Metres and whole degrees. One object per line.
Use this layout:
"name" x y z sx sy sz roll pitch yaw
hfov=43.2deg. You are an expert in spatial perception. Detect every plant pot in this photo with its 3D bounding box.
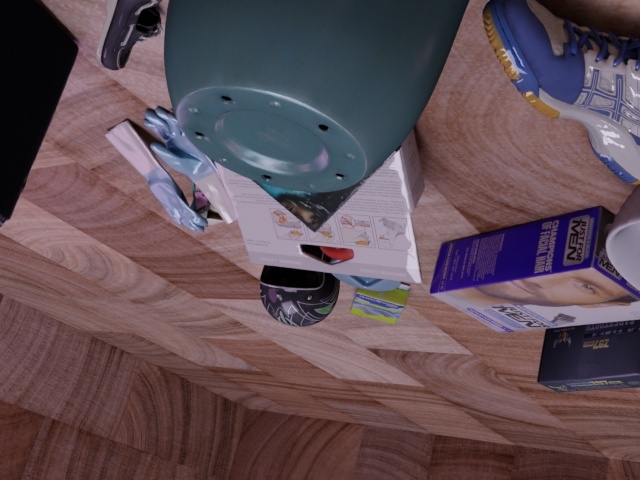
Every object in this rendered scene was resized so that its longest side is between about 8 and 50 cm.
"plant pot" -0.015 -0.189 0.774 0.293 0.235 0.293 13 158 5

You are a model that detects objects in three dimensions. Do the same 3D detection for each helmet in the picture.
"helmet" -0.041 0.091 1.588 0.169 0.161 0.169 14 159 5

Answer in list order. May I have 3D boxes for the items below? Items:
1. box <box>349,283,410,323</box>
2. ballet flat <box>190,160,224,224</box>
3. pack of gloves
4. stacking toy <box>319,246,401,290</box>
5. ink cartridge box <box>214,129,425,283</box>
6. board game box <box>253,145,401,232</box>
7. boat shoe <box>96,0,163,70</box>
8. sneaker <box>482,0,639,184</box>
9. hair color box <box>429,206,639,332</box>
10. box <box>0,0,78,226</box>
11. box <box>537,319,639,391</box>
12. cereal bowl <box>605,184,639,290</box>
"box" 0.126 0.128 1.730 0.109 0.042 0.178 14 160 3
"ballet flat" -0.192 -0.072 1.420 0.079 0.077 0.221 14 155 -7
"pack of gloves" -0.240 -0.099 1.305 0.195 0.046 0.232 -17 118 46
"stacking toy" 0.000 0.000 1.379 0.279 0.130 0.309 7 157 22
"ink cartridge box" 0.001 -0.069 1.162 0.296 0.066 0.261 6 133 26
"board game box" -0.001 -0.101 1.001 0.126 0.026 0.186 40 134 -5
"boat shoe" -0.223 -0.259 0.971 0.065 0.075 0.206 24 153 -11
"sneaker" 0.291 -0.175 0.812 0.296 0.112 0.131 27 139 -31
"hair color box" 0.362 0.060 1.307 0.185 0.110 0.339 29 154 -27
"box" -0.651 -0.258 0.967 0.471 0.297 0.480 4 156 24
"box" 0.477 0.156 1.357 0.059 0.183 0.232 24 158 -22
"cereal bowl" 0.525 0.003 0.957 0.339 0.141 0.339 25 165 7
